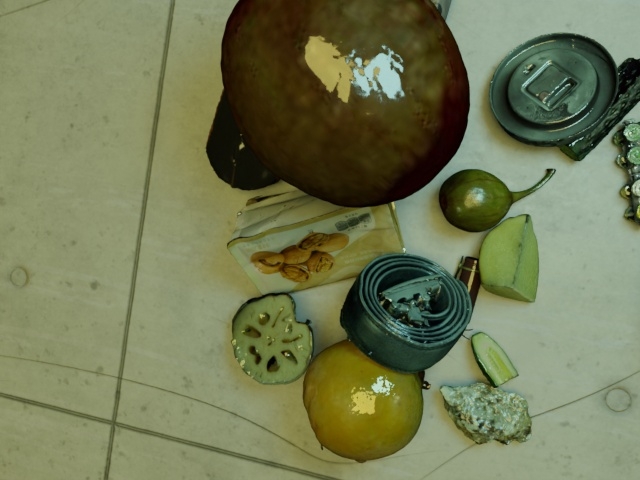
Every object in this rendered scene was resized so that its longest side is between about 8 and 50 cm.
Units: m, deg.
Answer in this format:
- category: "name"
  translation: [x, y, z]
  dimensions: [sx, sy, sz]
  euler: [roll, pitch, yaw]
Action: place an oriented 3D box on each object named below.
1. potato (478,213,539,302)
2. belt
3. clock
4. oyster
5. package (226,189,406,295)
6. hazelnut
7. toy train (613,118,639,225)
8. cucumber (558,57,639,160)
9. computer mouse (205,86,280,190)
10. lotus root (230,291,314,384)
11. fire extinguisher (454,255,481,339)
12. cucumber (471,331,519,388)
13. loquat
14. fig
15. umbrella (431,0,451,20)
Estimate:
- category: "potato"
  translation: [0.367, 0.037, 1.000]
  dimensions: [0.081, 0.120, 0.149]
  euler: [5, 72, 41]
- category: "belt"
  translation: [0.166, 0.119, 0.947]
  dimensions: [0.206, 0.268, 0.116]
  euler: [45, 133, 22]
- category: "clock"
  translation: [0.424, -0.276, 0.955]
  dimensions: [0.215, 0.042, 0.214]
  euler: [-6, 75, 24]
- category: "oyster"
  translation: [0.321, 0.340, 1.017]
  dimensions: [0.177, 0.064, 0.124]
  euler: [2, 87, 10]
- category: "package"
  translation: [-0.003, -0.028, 1.042]
  dimensions: [0.312, 0.221, 0.165]
  euler: [-15, 49, 13]
- category: "hazelnut"
  translation: [0.046, -0.252, 0.842]
  dimensions: [0.421, 0.421, 0.352]
  euler: [27, 109, 9]
- category: "toy train"
  translation: [0.595, -0.125, 0.950]
  dimensions: [0.081, 0.060, 0.202]
  euler: [-9, 91, 6]
- category: "cucumber"
  translation: [0.528, -0.247, 0.957]
  dimensions: [0.078, 0.062, 0.211]
  euler: [44, 99, 7]
- category: "computer mouse"
  translation: [-0.125, -0.256, 1.056]
  dimensions: [0.183, 0.116, 0.323]
  euler: [24, 99, 15]
- category: "lotus root"
  translation: [-0.085, 0.199, 1.070]
  dimensions: [0.204, 0.078, 0.183]
  euler: [-10, 82, 32]
- category: "fire extinguisher"
  translation: [0.285, 0.111, 1.025]
  dimensions: [0.064, 0.043, 0.158]
  euler: [17, 94, 22]
- category: "cucumber"
  translation: [0.330, 0.233, 1.020]
  dimensions: [0.067, 0.035, 0.107]
  euler: [-19, 69, -26]
- category: "loquat"
  translation: [0.086, 0.290, 0.977]
  dimensions: [0.244, 0.244, 0.243]
  euler: [0, 92, 11]
- category: "fig"
  translation: [0.342, -0.091, 0.991]
  dimensions: [0.237, 0.124, 0.124]
  euler: [-15, 89, -11]
- category: "umbrella"
  translation: [0.207, -0.427, 1.013]
  dimensions: [0.073, 0.067, 0.337]
  euler: [20, 96, 41]
